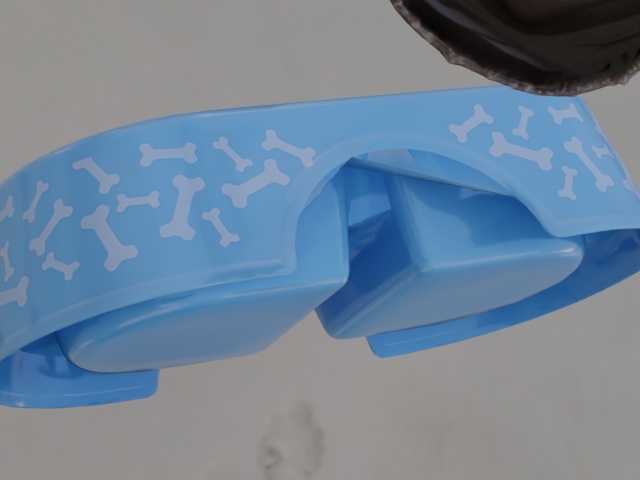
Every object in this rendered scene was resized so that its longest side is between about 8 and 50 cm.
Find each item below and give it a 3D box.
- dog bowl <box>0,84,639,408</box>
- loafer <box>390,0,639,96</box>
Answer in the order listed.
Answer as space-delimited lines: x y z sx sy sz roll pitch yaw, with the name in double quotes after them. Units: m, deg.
0.000 0.000 0.687 0.297 0.166 0.074 -7 73 -26 "dog bowl"
0.070 -0.123 0.371 0.134 0.366 0.130 28 67 3 "loafer"
